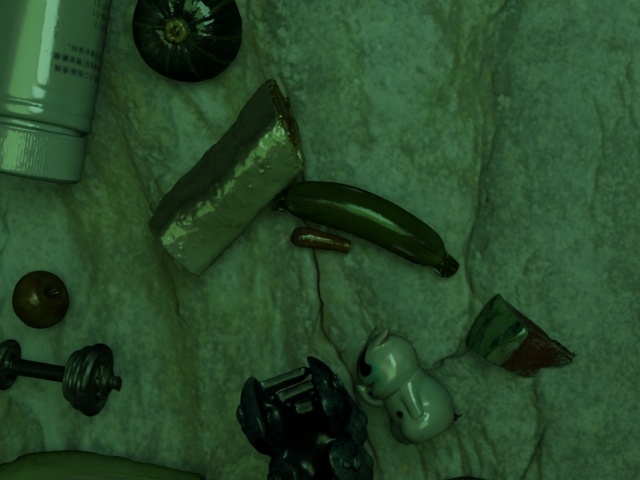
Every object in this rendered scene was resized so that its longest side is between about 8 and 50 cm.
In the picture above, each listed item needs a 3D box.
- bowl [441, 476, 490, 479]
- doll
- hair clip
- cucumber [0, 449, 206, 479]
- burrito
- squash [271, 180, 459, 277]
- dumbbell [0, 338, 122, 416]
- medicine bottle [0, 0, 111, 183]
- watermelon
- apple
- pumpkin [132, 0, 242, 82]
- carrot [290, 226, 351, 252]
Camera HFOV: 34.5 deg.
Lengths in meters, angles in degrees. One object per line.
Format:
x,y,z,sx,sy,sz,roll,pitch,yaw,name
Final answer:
0.220,0.535,1.488,0.353,0.185,0.354,0,89,3,bowl
0.121,0.221,1.535,0.107,0.110,0.181,-39,91,-19,doll
-0.009,0.295,1.435,0.194,0.310,0.206,-23,68,3,hair clip
-0.336,0.396,1.558,0.325,0.105,0.145,8,116,2,cucumber
-0.130,-0.097,1.543,0.299,0.105,0.143,-48,50,2,burrito
0.070,-0.033,1.561,0.318,0.080,0.071,22,55,1,squash
-0.424,0.197,1.566,0.254,0.110,0.110,8,89,9,dumbbell
-0.421,-0.256,1.522,0.189,0.190,0.332,9,89,2,medicine bottle
0.291,0.152,1.564,0.158,0.121,0.098,21,110,-41,watermelon
-0.427,0.090,1.568,0.074,0.089,0.090,-22,88,20,apple
-0.198,-0.321,1.548,0.167,0.125,0.167,5,104,22,pumpkin
0.000,0.000,1.583,0.093,0.032,0.032,12,90,-1,carrot
